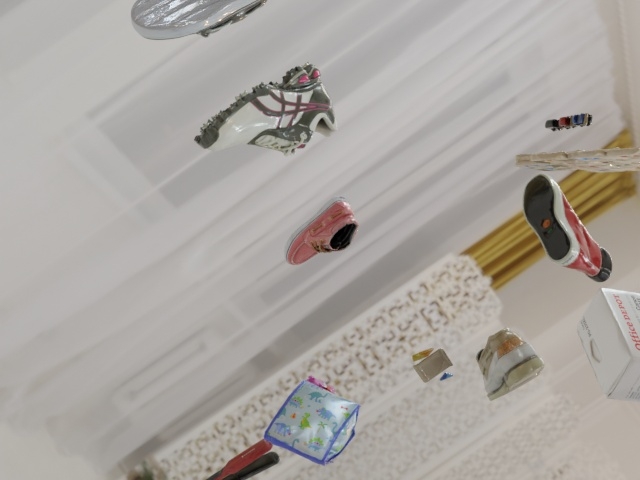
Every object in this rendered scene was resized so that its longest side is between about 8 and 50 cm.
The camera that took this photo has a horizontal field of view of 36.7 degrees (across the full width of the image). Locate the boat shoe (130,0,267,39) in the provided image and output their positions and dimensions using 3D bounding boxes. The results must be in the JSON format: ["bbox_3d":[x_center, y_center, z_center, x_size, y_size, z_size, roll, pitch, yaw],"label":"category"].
[{"bbox_3d":[-0.222,-0.460,1.930,0.121,0.335,0.119,56,-25,18],"label":"boat shoe"}]

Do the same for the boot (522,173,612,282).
[{"bbox_3d":[0.528,-0.023,2.039,0.176,0.088,0.244,23,40,-35],"label":"boot"}]

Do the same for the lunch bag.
[{"bbox_3d":[-0.016,0.348,1.784,0.129,0.096,0.151,20,29,19],"label":"lunch bag"}]

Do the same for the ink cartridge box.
[{"bbox_3d":[0.574,0.182,1.610,0.172,0.237,0.100,-98,-160,-51],"label":"ink cartridge box"}]

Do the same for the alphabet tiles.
[{"bbox_3d":[0.447,-0.124,1.452,0.278,0.284,0.021,0,90,-53],"label":"alphabet tiles"}]

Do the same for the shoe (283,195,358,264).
[{"bbox_3d":[0.000,0.000,1.862,0.063,0.178,0.081,29,24,-37],"label":"shoe"}]

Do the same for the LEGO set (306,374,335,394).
[{"bbox_3d":[-0.025,0.385,2.206,0.093,0.087,0.227,33,8,-9],"label":"LEGO set"}]

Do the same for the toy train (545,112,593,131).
[{"bbox_3d":[0.519,-0.250,2.027,0.036,0.027,0.158,9,-2,-18],"label":"toy train"}]

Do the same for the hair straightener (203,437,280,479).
[{"bbox_3d":[-0.178,0.487,1.907,0.047,0.230,0.089,34,-26,56],"label":"hair straightener"}]

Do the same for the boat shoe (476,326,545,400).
[{"bbox_3d":[0.373,0.244,1.928,0.103,0.113,0.302,59,-10,16],"label":"boat shoe"}]

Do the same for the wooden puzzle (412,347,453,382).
[{"bbox_3d":[0.232,0.257,1.998,0.116,0.079,0.014,64,-2,-42],"label":"wooden puzzle"}]

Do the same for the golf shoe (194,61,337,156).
[{"bbox_3d":[-0.072,-0.183,1.485,0.105,0.273,0.120,-28,-86,49],"label":"golf shoe"}]
